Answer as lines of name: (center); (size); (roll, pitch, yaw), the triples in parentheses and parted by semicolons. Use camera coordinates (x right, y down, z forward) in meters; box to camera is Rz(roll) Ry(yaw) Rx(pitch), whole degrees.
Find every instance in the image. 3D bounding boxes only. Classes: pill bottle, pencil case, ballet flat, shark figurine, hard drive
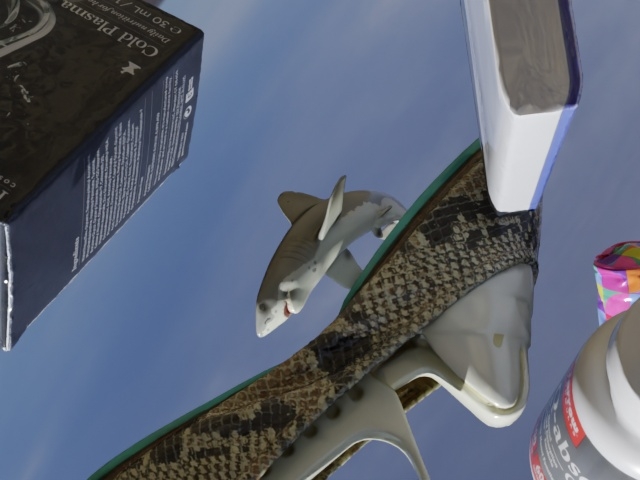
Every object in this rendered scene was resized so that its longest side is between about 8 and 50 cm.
pill bottle: (0.371, 0.197, 1.443); (0.363, 0.210, 0.210); (97, 19, -62)
pencil case: (0.425, 0.119, 1.757); (0.104, 0.236, 0.104); (-6, -157, 3)
ballet flat: (0.038, 0.123, 0.960); (0.483, 0.182, 0.164); (-40, 152, -11)
shark figurine: (0.017, -0.021, 1.322); (0.278, 0.116, 0.166); (-20, 128, -49)
hard drive: (0.112, -0.143, 0.778); (0.318, 0.040, 0.210); (50, 32, -80)

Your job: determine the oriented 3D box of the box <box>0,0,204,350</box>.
box: (-0.498, -0.179, 1.836); (0.472, 0.480, 0.297); (-54, 166, -39)
